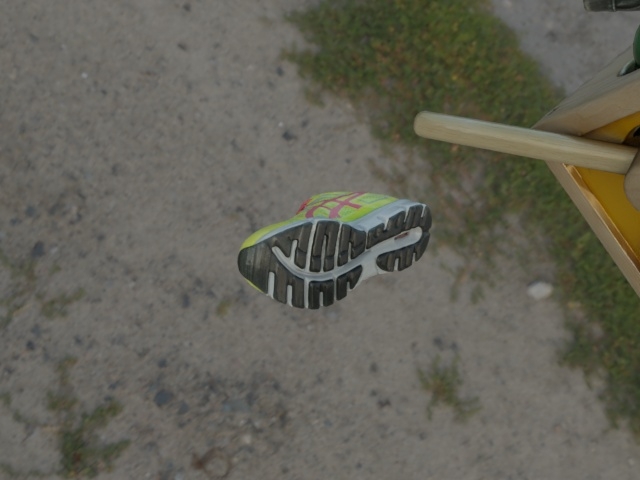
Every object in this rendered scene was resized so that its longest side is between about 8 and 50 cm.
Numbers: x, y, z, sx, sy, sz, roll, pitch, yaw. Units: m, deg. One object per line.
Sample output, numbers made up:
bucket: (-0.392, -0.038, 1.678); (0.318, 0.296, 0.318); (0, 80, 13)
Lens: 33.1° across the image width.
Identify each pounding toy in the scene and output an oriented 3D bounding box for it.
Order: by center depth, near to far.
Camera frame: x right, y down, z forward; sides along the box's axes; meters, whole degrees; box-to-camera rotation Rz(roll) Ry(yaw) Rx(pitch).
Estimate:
pounding toy: (0.134, -0.029, 0.398); (0.100, 0.130, 0.141); (-39, 96, -22)

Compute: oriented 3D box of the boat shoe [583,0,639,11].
boat shoe: (0.227, -0.327, 0.896); (0.121, 0.119, 0.335); (-71, 144, -49)

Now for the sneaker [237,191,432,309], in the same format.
sneaker: (0.000, 0.000, 0.951); (0.208, 0.081, 0.094); (-11, 29, -43)
